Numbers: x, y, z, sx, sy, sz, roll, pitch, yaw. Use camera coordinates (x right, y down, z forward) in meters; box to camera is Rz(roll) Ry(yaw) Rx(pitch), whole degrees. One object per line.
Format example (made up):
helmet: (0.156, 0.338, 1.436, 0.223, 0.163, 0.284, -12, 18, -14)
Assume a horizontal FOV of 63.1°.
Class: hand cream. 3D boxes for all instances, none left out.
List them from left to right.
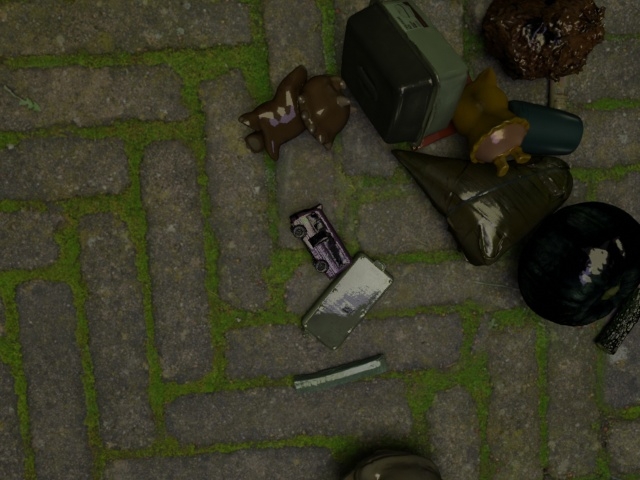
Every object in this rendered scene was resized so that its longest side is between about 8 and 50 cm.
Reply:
hand cream: (0.593, -0.378, 1.288, 0.061, 0.039, 0.143, 3, 92, -3)

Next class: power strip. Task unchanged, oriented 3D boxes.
power strip: (0.066, 0.154, 1.310, 0.118, 0.046, 0.270, 40, 92, -9)

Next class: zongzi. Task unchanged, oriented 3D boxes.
zongzi: (0.391, -0.164, 1.259, 0.323, 0.160, 0.360, -38, 82, -11)

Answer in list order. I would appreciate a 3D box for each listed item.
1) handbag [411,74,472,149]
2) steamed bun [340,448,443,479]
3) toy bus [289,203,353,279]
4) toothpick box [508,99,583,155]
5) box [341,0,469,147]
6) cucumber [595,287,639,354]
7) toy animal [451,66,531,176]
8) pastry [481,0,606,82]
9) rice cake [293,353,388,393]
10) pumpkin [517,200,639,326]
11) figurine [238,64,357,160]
handbag: (0.289, -0.313, 1.266, 0.190, 0.063, 0.127, -25, 98, -4)
steamed bun: (0.188, 0.660, 1.299, 0.310, 0.219, 0.324, 7, 121, 10)
toy bus: (0.000, 0.000, 1.271, 0.098, 0.087, 0.178, -33, 100, -1)
toothpick box: (0.527, -0.266, 1.254, 0.184, 0.120, 0.120, 7, 96, -6)
box: (0.171, -0.362, 1.130, 0.166, 0.220, 0.290, -21, 64, -15)
cucumber: (0.790, 0.210, 1.356, 0.058, 0.058, 0.187, 31, 94, -6)
toy animal: (0.373, -0.255, 1.163, 0.156, 0.156, 0.229, -28, 69, 0)
pastry: (0.503, -0.473, 1.201, 0.275, 0.193, 0.275, 0, 53, 0)
rice cake: (0.052, 0.343, 1.334, 0.245, 0.042, 0.045, -15, 100, -2)
pumpkin: (0.600, 0.051, 1.222, 0.315, 0.238, 0.315, -21, 136, -22)
figurine: (-0.038, -0.271, 1.191, 0.247, 0.177, 0.173, -39, 79, -10)
